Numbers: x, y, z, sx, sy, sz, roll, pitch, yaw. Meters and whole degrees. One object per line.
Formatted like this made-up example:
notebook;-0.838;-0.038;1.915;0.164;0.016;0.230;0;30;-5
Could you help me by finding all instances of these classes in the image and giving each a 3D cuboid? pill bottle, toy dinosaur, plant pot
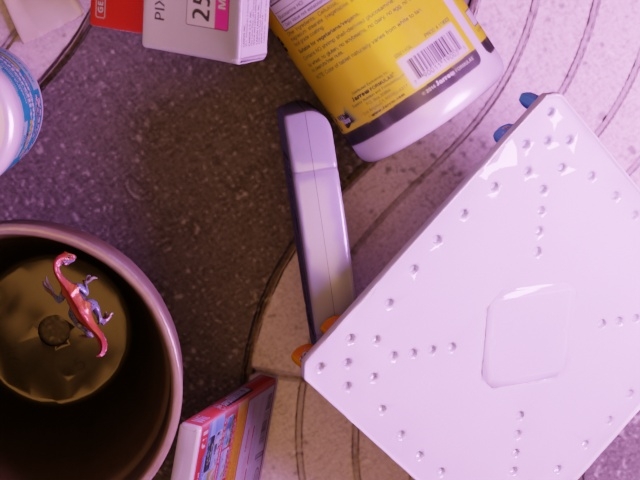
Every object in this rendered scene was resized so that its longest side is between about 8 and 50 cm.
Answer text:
pill bottle;0.032;-0.266;1.827;0.188;0.188;0.334;-34;96;4
pill bottle;-0.370;-0.133;1.799;0.146;0.264;0.146;0;100;-2
toy dinosaur;-0.229;0.053;1.652;0.047;0.090;0.082;-36;130;-11
plant pot;-0.302;0.121;1.832;0.323;0.280;0.323;0;99;-2

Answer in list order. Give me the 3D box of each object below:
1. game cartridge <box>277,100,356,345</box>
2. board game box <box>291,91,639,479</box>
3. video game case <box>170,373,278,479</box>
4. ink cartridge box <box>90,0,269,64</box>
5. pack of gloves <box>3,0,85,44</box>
game cartridge;0.000;0.000;1.865;0.060;0.196;0.294;-8;99;1
board game box;0.212;0.094;1.854;0.390;0.050;0.390;-48;124;-4
video game case;-0.111;0.267;1.861;0.025;0.285;0.204;12;99;13
ink cartridge box;-0.158;-0.335;1.769;0.239;0.060;0.275;13;108;30
pack of gloves;-0.292;-0.361;1.887;0.195;0.046;0.232;-24;99;17
